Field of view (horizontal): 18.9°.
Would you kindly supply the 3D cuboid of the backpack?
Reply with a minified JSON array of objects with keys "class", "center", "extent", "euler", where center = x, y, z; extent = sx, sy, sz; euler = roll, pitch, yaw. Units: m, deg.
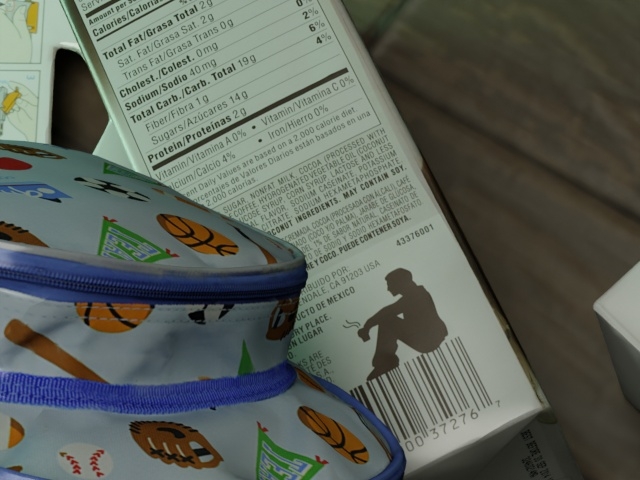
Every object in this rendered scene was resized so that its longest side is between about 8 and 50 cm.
[{"class":"backpack","center":[-0.104,0.076,0.677],"extent":[0.263,0.276,0.213],"euler":[28,112,31]}]

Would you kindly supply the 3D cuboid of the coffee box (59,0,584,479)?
[{"class":"coffee box","center":[0.000,0.000,0.880],"extent":[0.119,0.168,0.297],"euler":[-27,63,3]}]

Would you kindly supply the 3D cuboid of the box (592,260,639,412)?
[{"class":"box","center":[0.215,0.021,0.833],"extent":[0.170,0.130,0.091],"euler":[-42,65,-5]}]

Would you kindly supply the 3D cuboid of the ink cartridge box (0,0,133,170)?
[{"class":"ink cartridge box","center":[-0.215,-0.058,1.023],"extent":[0.239,0.060,0.275],"euler":[2,67,-5]}]
